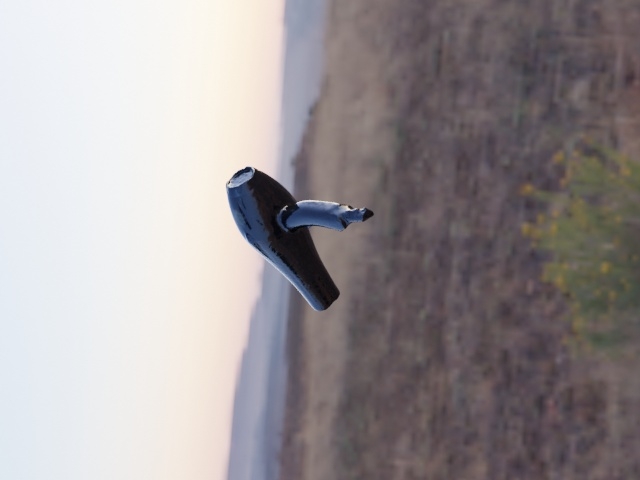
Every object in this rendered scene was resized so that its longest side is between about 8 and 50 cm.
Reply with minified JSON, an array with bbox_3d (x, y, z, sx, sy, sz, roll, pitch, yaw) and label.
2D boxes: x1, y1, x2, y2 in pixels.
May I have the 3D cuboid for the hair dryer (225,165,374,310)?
[{"bbox_3d":[0.000,0.000,0.694,0.083,0.079,0.031,1,44,53],"label":"hair dryer"}]
